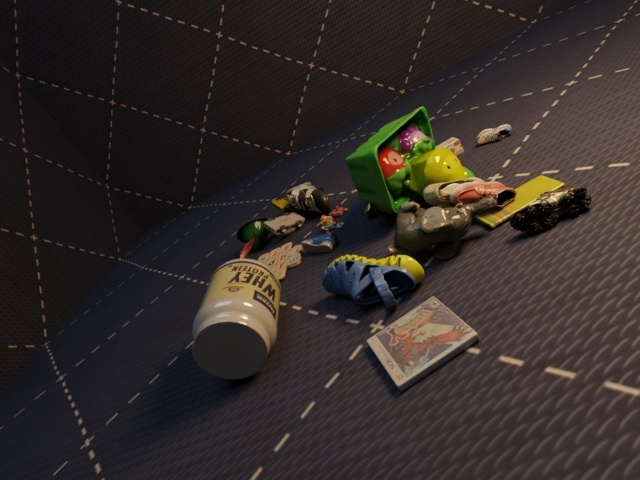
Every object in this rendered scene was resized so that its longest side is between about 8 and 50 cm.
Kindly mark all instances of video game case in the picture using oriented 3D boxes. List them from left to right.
[{"bbox_3d":[0.221,0.224,0.944,0.201,0.023,0.183,-32,23,-3],"label":"video game case"}]

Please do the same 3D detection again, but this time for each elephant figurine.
[{"bbox_3d":[0.334,-0.038,1.164,0.170,0.185,0.240,4,2,-42],"label":"elephant figurine"}]

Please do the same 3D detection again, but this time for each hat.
[{"bbox_3d":[-0.287,0.025,1.929,0.209,0.173,0.183,-33,57,10],"label":"hat"}]

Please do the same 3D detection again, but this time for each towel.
[{"bbox_3d":[0.567,-0.111,1.204,0.237,0.021,0.102,-30,27,1],"label":"towel"}]

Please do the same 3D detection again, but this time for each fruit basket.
[{"bbox_3d":[0.330,-0.266,1.427,0.393,0.282,0.392,-18,28,10],"label":"fruit basket"}]

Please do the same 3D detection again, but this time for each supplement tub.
[{"bbox_3d":[-0.242,0.223,1.242,0.236,0.235,0.324,-27,24,10],"label":"supplement tub"}]

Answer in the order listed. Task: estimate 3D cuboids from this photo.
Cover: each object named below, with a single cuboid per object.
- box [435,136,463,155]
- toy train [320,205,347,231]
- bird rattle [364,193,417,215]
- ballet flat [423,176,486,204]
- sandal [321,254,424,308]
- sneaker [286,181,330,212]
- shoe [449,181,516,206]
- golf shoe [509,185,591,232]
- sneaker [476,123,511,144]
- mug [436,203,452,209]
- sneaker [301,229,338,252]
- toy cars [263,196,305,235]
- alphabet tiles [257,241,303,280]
[{"bbox_3d":[0.427,-0.316,1.724,0.324,0.063,0.067,-30,22,3],"label":"box"},{"bbox_3d":[0.050,-0.097,1.765,0.125,0.046,0.166,-25,24,16],"label":"toy train"},{"bbox_3d":[0.282,-0.172,1.601,0.254,0.142,0.207,-23,33,-14],"label":"bird rattle"},{"bbox_3d":[0.433,-0.152,1.268,0.249,0.086,0.086,-11,17,-19],"label":"ballet flat"},{"bbox_3d":[0.120,0.119,1.162,0.318,0.126,0.138,-10,35,43],"label":"sandal"},{"bbox_3d":[-0.063,-0.183,1.928,0.147,0.122,0.331,-18,21,-19],"label":"sneaker"},{"bbox_3d":[0.468,-0.131,1.200,0.178,0.063,0.081,-9,24,-15],"label":"shoe"},{"bbox_3d":[0.578,-0.080,1.075,0.198,0.077,0.094,-20,14,8],"label":"golf shoe"},{"bbox_3d":[0.677,-0.411,1.630,0.135,0.052,0.058,-22,29,21],"label":"sneaker"},{"bbox_3d":[0.386,-0.079,1.298,0.062,0.064,0.078,-4,35,46],"label":"mug"},{"bbox_3d":[0.000,0.001,1.610,0.152,0.058,0.084,-1,43,43],"label":"sneaker"},{"bbox_3d":[-0.157,-0.114,1.993,0.177,0.087,0.393,9,31,0],"label":"toy cars"},{"bbox_3d":[-0.199,0.109,1.688,0.284,0.021,0.278,-25,24,15],"label":"alphabet tiles"}]
